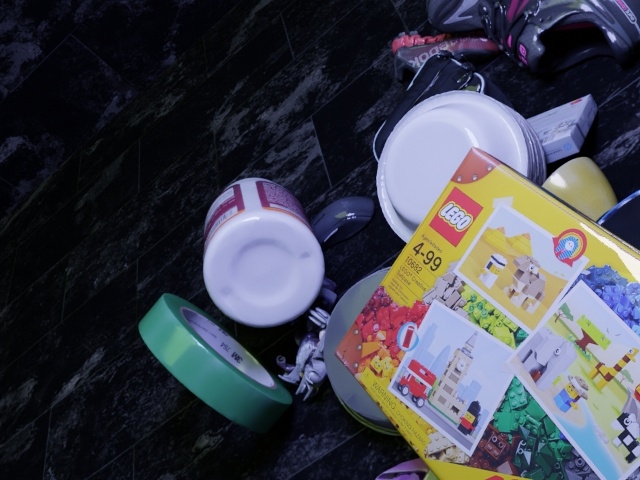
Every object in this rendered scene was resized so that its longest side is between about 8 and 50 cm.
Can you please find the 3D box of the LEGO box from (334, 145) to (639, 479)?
[{"bbox_3d":[0.298,0.165,1.076,0.372,0.193,0.500,-58,42,11],"label":"LEGO box"}]

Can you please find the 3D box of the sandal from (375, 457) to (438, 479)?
[{"bbox_3d":[0.112,0.408,1.266,0.416,0.102,0.169,-35,37,20],"label":"sandal"}]

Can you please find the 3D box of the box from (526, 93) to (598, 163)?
[{"bbox_3d":[0.405,-0.186,1.494,0.145,0.038,0.186,-20,20,36],"label":"box"}]

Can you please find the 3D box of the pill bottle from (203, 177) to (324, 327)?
[{"bbox_3d":[-0.124,0.005,1.684,0.224,0.224,0.392,-45,16,7],"label":"pill bottle"}]

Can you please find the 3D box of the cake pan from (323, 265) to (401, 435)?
[{"bbox_3d":[0.129,0.178,1.406,0.293,0.054,0.293,-8,72,26],"label":"cake pan"}]

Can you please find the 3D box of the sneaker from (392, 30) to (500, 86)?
[{"bbox_3d":[0.278,-0.401,1.862,0.276,0.098,0.135,1,75,37],"label":"sneaker"}]

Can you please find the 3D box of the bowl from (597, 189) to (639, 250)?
[{"bbox_3d":[0.517,0.063,1.160,0.391,0.077,0.391,-29,39,27],"label":"bowl"}]

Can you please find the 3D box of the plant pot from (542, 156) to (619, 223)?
[{"bbox_3d":[0.423,-0.052,1.346,0.134,0.134,0.095,-46,53,6],"label":"plant pot"}]

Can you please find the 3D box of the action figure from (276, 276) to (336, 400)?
[{"bbox_3d":[-0.024,0.185,1.628,0.185,0.099,0.285,-55,21,26],"label":"action figure"}]

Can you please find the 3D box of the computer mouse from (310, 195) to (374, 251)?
[{"bbox_3d":[0.000,0.000,1.821,0.262,0.060,0.184,-26,40,31],"label":"computer mouse"}]

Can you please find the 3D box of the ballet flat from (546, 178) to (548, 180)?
[{"bbox_3d":[0.307,-0.041,1.496,0.241,0.077,0.091,-41,37,14],"label":"ballet flat"}]

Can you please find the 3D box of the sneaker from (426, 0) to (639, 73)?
[{"bbox_3d":[0.400,-0.433,1.623,0.483,0.185,0.202,14,77,40],"label":"sneaker"}]

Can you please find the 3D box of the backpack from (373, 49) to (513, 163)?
[{"bbox_3d":[0.234,-0.212,1.639,0.253,0.191,0.225,-49,36,7],"label":"backpack"}]

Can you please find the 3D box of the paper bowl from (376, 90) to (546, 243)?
[{"bbox_3d":[0.224,-0.114,1.422,0.284,0.148,0.284,-6,80,36],"label":"paper bowl"}]

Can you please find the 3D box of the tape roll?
[{"bbox_3d":[-0.197,0.231,1.593,0.077,0.321,0.321,-50,34,0],"label":"tape roll"}]
